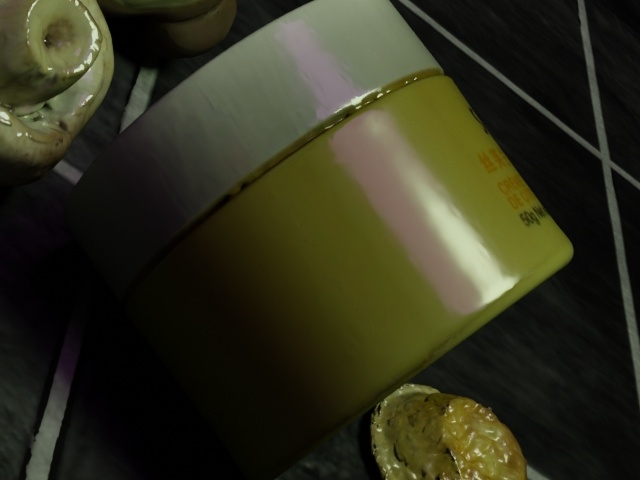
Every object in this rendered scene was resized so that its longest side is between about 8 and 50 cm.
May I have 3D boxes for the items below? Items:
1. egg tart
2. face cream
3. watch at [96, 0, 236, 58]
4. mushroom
[{"bbox_3d":[0.087,0.139,0.912,0.128,0.049,0.129,30,35,-25],"label":"egg tart"},{"bbox_3d":[0.000,0.000,0.791,0.179,0.218,0.218,54,31,6],"label":"face cream"},{"bbox_3d":[-0.175,-0.324,0.919,0.335,0.314,0.327,-6,47,-41],"label":"watch"},{"bbox_3d":[-0.173,-0.101,0.778,0.148,0.112,0.148,9,78,-44],"label":"mushroom"}]
